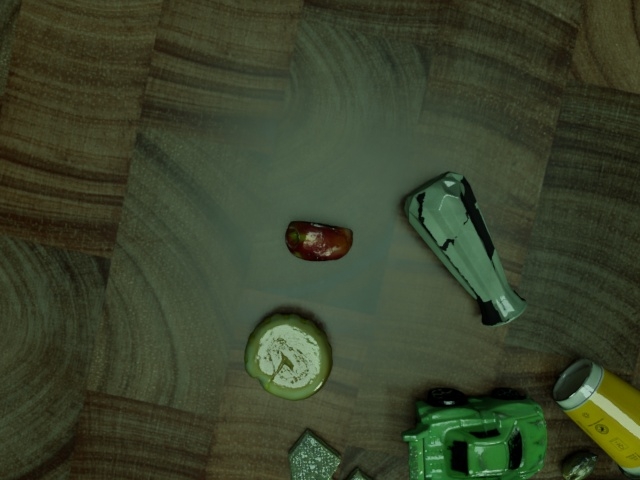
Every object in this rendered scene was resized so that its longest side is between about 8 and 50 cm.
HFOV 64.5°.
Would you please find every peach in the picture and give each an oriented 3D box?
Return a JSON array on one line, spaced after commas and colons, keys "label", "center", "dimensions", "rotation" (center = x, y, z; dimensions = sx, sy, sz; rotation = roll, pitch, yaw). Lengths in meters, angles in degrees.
[{"label": "peach", "center": [-0.002, 0.006, 1.208], "dimensions": [0.172, 0.127, 0.093], "rotation": [13, 84, -26]}]

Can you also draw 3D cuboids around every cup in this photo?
[{"label": "cup", "center": [0.700, 0.414, 1.189], "dimensions": [0.279, 0.196, 0.196], "rotation": [40, 92, 7]}]

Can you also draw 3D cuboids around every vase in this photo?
[{"label": "vase", "center": [0.342, 0.021, 1.183], "dimensions": [0.165, 0.165, 0.360], "rotation": [-32, 96, 1]}]

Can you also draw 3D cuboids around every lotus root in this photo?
[{"label": "lotus root", "center": [0.642, 0.557, 1.255], "dimensions": [0.099, 0.049, 0.054], "rotation": [-37, 84, 2]}]

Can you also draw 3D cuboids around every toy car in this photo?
[{"label": "toy car", "center": [0.357, 0.475, 1.188], "dimensions": [0.358, 0.176, 0.214], "rotation": [-1, 94, -1]}]

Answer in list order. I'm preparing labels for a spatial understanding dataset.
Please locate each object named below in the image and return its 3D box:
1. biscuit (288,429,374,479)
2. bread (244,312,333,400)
[{"label": "biscuit", "center": [0.021, 0.598, 1.257], "dimensions": [0.250, 0.046, 0.147], "rotation": [40, 92, -2]}, {"label": "bread", "center": [-0.073, 0.272, 1.213], "dimensions": [0.213, 0.105, 0.214], "rotation": [0, 89, 2]}]
